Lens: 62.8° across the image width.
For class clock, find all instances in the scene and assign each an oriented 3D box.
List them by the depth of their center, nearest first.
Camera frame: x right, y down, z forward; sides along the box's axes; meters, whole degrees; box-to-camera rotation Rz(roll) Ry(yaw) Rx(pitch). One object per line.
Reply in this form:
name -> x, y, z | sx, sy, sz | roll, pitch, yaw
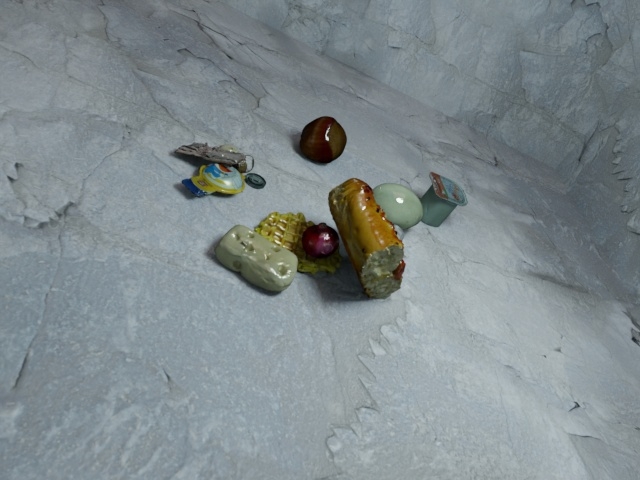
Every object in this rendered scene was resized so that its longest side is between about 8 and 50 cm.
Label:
clock -> -0.253, -0.232, 2.045 | 0.085, 0.017, 0.085 | 21, 36, -16

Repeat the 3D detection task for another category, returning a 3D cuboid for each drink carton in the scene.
drink carton -> 0.547, -0.171, 2.423 | 0.191, 0.189, 0.185 | 17, 36, -21

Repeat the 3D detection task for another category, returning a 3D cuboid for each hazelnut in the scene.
hazelnut -> 0.010, -0.457, 2.384 | 0.230, 0.229, 0.229 | 20, 36, -16

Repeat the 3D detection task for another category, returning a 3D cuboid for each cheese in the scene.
cheese -> -0.196, 0.056, 1.658 | 0.263, 0.093, 0.159 | 32, 40, 3
cheese -> -0.375, -0.214, 1.883 | 0.177, 0.069, 0.270 | 40, 36, 15

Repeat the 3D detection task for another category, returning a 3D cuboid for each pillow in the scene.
pillow -> -0.405, -0.328, 1.953 | 0.249, 0.049, 0.135 | 13, 18, 7

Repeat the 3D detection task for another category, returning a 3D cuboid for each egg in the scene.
egg -> 0.318, -0.143, 2.218 | 0.253, 0.186, 0.186 | 22, 36, -14

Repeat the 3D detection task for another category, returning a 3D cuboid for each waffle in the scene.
waffle -> -0.072, 0.011, 1.845 | 0.312, 0.060, 0.307 | 42, 37, 19

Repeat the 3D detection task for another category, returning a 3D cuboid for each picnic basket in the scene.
picnic basket -> -0.297, -0.299, 2.048 | 0.083, 0.072, 0.072 | -12, 53, -32

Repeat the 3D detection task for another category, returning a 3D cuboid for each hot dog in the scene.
hot dog -> 0.157, -0.027, 1.793 | 0.196, 0.367, 0.365 | -25, 63, -1

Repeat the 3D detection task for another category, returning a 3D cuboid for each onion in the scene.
onion -> 0.000, 0.000, 1.750 | 0.131, 0.131, 0.131 | 20, 36, -16

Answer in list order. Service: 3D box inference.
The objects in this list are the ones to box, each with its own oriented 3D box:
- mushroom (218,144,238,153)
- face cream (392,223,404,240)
mushroom -> -0.364, -0.342, 2.056 | 0.084, 0.067, 0.083 | 15, 2, -1
face cream -> 0.249, 0.021, 2.064 | 0.107, 0.073, 0.269 | 31, 35, 13
